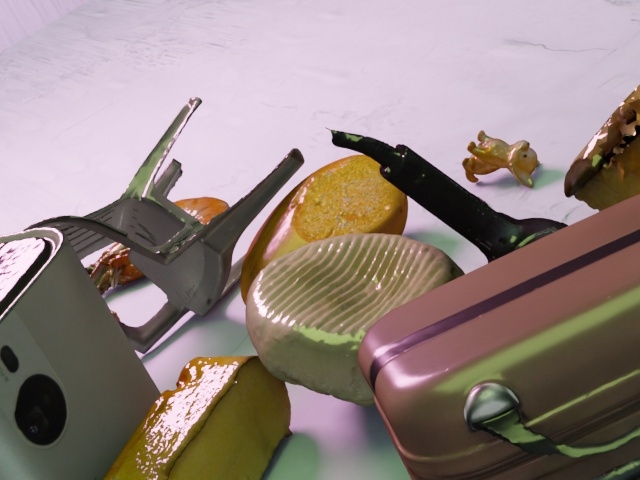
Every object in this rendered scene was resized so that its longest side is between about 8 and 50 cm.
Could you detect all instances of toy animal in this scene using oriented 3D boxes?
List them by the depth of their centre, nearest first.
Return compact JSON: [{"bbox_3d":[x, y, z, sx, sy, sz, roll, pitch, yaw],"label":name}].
[{"bbox_3d":[0.196,-0.080,1.598,0.083,0.081,0.060,25,37,16],"label":"toy animal"}]

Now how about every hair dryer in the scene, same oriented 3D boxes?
[{"bbox_3d":[0.120,-0.037,1.330,0.091,0.272,0.235,-51,15,4],"label":"hair dryer"}]

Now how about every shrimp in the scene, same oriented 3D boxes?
[{"bbox_3d":[-0.202,0.008,1.821,0.217,0.051,0.115,-32,26,-17],"label":"shrimp"}]

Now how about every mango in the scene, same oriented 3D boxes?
[{"bbox_3d":[0.001,0.005,1.558,0.141,0.102,0.217,28,58,34],"label":"mango"}]

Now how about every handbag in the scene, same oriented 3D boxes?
[{"bbox_3d":[0.189,0.099,1.083,0.302,0.149,0.283,-23,19,4],"label":"handbag"}]

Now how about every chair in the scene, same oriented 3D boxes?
[{"bbox_3d":[-0.181,-0.006,1.596,0.274,0.190,0.203,-50,-10,-36],"label":"chair"}]

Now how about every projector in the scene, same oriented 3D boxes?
[{"bbox_3d":[-0.304,0.165,1.355,0.248,0.249,0.248,-11,30,32],"label":"projector"}]

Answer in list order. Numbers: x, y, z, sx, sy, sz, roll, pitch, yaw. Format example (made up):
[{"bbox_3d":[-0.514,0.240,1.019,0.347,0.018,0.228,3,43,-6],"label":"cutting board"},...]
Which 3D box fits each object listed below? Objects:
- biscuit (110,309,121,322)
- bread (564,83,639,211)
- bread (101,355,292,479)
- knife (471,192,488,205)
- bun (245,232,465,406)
[{"bbox_3d":[-0.302,0.100,1.750,0.064,0.034,0.199,-41,28,-28],"label":"biscuit"},{"bbox_3d":[0.365,-0.105,1.329,0.204,0.162,0.262,-45,1,-29],"label":"bread"},{"bbox_3d":[-0.113,0.192,1.287,0.094,0.102,0.245,-8,31,32],"label":"bread"},{"bbox_3d":[0.140,-0.053,1.637,0.023,0.010,0.170,-39,27,-12],"label":"knife"},{"bbox_3d":[0.038,0.084,1.326,0.222,0.127,0.222,-8,29,5],"label":"bun"}]
